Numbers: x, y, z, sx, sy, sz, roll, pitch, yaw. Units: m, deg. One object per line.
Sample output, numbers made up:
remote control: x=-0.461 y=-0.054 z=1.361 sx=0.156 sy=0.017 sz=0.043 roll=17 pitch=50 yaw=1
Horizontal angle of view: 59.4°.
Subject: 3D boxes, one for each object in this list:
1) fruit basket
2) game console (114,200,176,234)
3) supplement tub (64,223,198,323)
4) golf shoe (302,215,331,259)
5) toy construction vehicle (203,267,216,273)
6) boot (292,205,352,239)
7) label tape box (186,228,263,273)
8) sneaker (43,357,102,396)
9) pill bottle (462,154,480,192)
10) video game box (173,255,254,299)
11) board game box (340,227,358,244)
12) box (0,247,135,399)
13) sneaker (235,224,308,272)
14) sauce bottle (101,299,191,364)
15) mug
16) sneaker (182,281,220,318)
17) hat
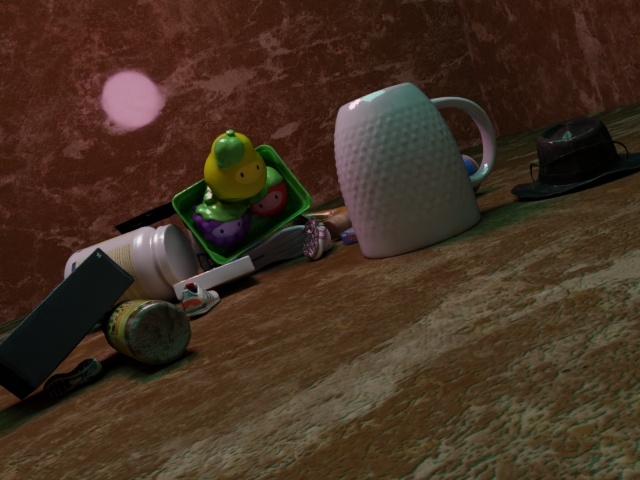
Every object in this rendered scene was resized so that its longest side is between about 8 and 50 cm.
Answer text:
fruit basket: x=-0.224 y=-0.135 z=1.619 sx=0.392 sy=0.283 sz=0.392 roll=-38 pitch=-4 yaw=-3
game console: x=-0.493 y=-0.096 z=1.817 sx=0.213 sy=0.044 sz=0.361 roll=-22 pitch=7 yaw=12
supplement tub: x=-0.557 y=0.096 z=1.672 sx=0.325 sy=0.235 sz=0.235 roll=-18 pitch=7 yaw=10
golf shoe: x=0.000 y=0.000 z=1.532 sx=0.067 sy=0.086 sz=0.186 roll=-51 pitch=17 yaw=23
toy construction vehicle: x=-0.373 y=0.119 z=1.806 sx=0.098 sy=0.035 sz=0.086 roll=-14 pitch=9 yaw=41
boot: x=0.055 y=-0.077 z=1.805 sx=0.220 sy=0.109 sz=0.283 roll=-26 pitch=11 yaw=-33
label tape box: x=-0.340 y=-0.021 z=1.944 sx=0.106 sy=0.241 sz=0.333 roll=-24 pitch=8 yaw=-35
sneaker: x=-0.442 y=0.251 z=1.009 sx=0.109 sy=0.040 sz=0.044 roll=-25 pitch=-22 yaw=-4
pill bottle: x=0.336 y=-0.152 z=1.561 sx=0.221 sy=0.124 sz=0.124 roll=-25 pitch=9 yaw=-33
video game box: x=-0.281 y=0.105 z=1.486 sx=0.205 sy=0.048 sz=0.187 roll=-21 pitch=-6 yaw=-14
board game box: x=0.164 y=-0.045 z=1.568 sx=0.136 sy=0.035 sz=0.201 roll=-15 pitch=9 yaw=36
box: x=-0.494 y=0.158 z=1.065 sx=0.184 sy=0.103 sz=0.261 roll=-34 pitch=18 yaw=51
sneaker: x=-0.129 y=0.018 z=1.658 sx=0.258 sy=0.094 sz=0.091 roll=-20 pitch=11 yaw=3
sauce bottle: x=-0.350 y=0.168 z=1.066 sx=0.111 sy=0.111 sz=0.344 roll=-24 pitch=7 yaw=-33
mug: x=0.216 y=-0.178 z=1.244 sx=0.374 sy=0.328 sz=0.276 roll=-21 pitch=7 yaw=-7
sneaker: x=-0.284 y=0.127 z=1.324 sx=0.057 sy=0.075 sz=0.161 roll=-19 pitch=7 yaw=8
hat: x=0.567 y=-0.202 z=1.267 sx=0.331 sy=0.134 sz=0.331 roll=-21 pitch=7 yaw=3
